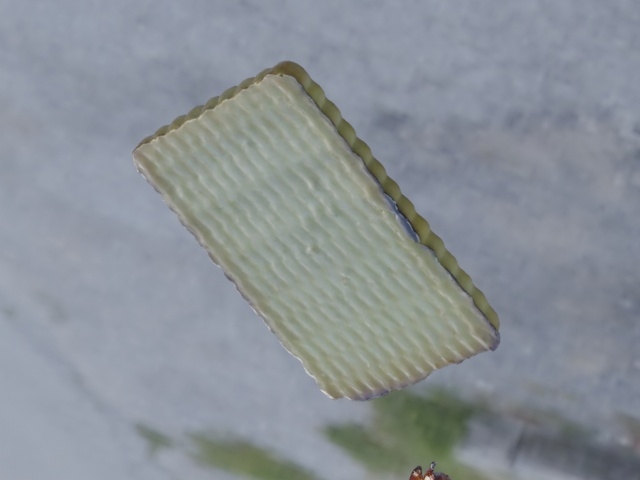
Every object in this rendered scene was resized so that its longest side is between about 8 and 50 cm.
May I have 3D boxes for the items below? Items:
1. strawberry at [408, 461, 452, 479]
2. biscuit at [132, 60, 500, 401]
[{"bbox_3d":[0.145,0.410,2.082,0.150,0.253,0.280,9,133,-15],"label":"strawberry"},{"bbox_3d":[0.000,0.000,1.338,0.172,0.029,0.254,-25,111,39],"label":"biscuit"}]
